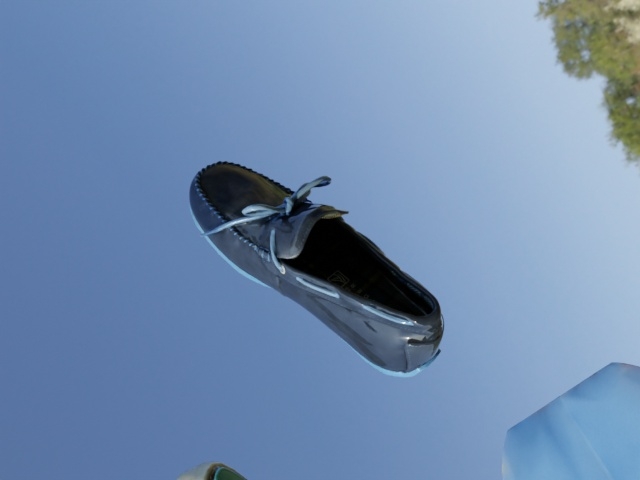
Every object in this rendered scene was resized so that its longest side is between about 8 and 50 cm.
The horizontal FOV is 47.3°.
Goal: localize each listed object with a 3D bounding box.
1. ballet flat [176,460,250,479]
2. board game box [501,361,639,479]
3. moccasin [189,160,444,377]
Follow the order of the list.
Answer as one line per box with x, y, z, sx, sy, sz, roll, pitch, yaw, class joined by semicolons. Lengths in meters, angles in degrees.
-0.085;0.344;0.904;0.248;0.086;0.086;47;-144;-34;ballet flat
0.217;0.173;0.536;0.033;0.168;0.133;13;-139;-51;board game box
0.000;0.000;0.795;0.341;0.117;0.138;32;-124;16;moccasin
